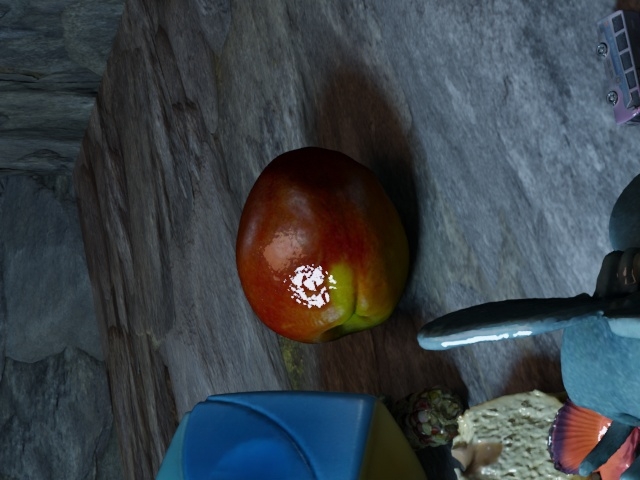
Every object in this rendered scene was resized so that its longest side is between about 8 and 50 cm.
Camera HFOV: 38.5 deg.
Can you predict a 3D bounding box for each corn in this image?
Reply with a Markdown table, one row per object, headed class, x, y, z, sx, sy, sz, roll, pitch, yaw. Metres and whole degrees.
| class | x | y | z | sx | sy | sz | roll | pitch | yaw |
| --- | --- | --- | --- | --- | --- | --- | --- | --- | --- |
| corn | 0.140 | 0.301 | 1.466 | 0.280 | 0.092 | 0.092 | 133 | 128 | -58 |

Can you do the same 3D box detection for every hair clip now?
| class | x | y | z | sx | sy | sz | roll | pitch | yaw |
| --- | --- | --- | --- | --- | --- | --- | --- | --- | --- |
| hair clip | 0.352 | 0.095 | 0.850 | 0.318 | 0.392 | 0.238 | -6 | 112 | 61 |

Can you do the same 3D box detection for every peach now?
| class | x | y | z | sx | sy | sz | roll | pitch | yaw |
| --- | --- | --- | --- | --- | --- | --- | --- | --- | --- |
| peach | 0.000 | 0.000 | 1.495 | 0.308 | 0.307 | 0.332 | 131 | 135 | -53 |

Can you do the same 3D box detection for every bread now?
| class | x | y | z | sx | sy | sz | roll | pitch | yaw |
| --- | --- | --- | --- | --- | --- | --- | --- | --- | --- |
| bread | 0.288 | 0.305 | 1.191 | 0.211 | 0.224 | 0.184 | -26 | 54 | 16 |

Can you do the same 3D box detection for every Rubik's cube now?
| class | x | y | z | sx | sy | sz | roll | pitch | yaw |
| --- | --- | --- | --- | --- | --- | --- | --- | --- | --- |
| Rubik's cube | -0.040 | 0.453 | 1.358 | 0.352 | 0.351 | 0.347 | -73 | -33 | -46 |

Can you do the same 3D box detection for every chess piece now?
| class | x | y | z | sx | sy | sz | roll | pitch | yaw |
| --- | --- | --- | --- | --- | --- | --- | --- | --- | --- |
| chess piece | 0.092 | 0.299 | 1.610 | 0.093 | 0.042 | 0.042 | -58 | 43 | 40 |

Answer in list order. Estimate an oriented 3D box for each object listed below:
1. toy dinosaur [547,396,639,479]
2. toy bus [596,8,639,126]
| class | x | y | z | sx | sy | sz | roll | pitch | yaw |
| --- | --- | --- | --- | --- | --- | --- | --- | --- | --- |
| toy dinosaur | 0.320 | 0.255 | 1.056 | 0.070 | 0.138 | 0.286 | 27 | 117 | 60 |
| toy bus | 0.355 | -0.199 | 1.058 | 0.052 | 0.037 | 0.131 | -26 | 68 | 56 |
